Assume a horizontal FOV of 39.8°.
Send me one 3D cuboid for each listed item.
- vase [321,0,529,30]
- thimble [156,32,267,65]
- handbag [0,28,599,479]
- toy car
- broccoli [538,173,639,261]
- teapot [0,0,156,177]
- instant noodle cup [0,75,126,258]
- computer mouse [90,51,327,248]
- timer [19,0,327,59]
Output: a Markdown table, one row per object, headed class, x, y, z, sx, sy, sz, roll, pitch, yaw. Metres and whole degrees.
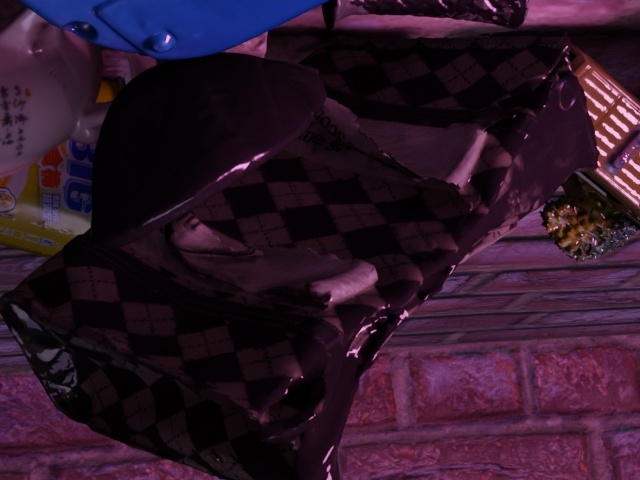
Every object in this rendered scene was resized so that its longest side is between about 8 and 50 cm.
| class | x | y | z | sx | sy | sz | roll | pitch | yaw |
| --- | --- | --- | --- | --- | --- | --- | --- | --- | --- |
| vase | 0.086 | -0.204 | 0.736 | 0.167 | 0.059 | 0.059 | -3 | 164 | -8 |
| thimble | -0.088 | -0.183 | 0.651 | 0.090 | 0.115 | 0.102 | -1 | 145 | -14 |
| handbag | 0.000 | 0.000 | 0.696 | 0.316 | 0.416 | 0.180 | 12 | 136 | 46 |
| toy car | 0.309 | -0.088 | 0.893 | 0.256 | 0.101 | 0.124 | 36 | -167 | -15 |
| broccoli | 0.319 | -0.084 | 1.071 | 0.194 | 0.220 | 0.194 | 23 | 158 | 10 |
| teapot | -0.254 | -0.135 | 0.656 | 0.299 | 0.166 | 0.208 | -1 | -154 | 19 |
| instant noodle cup | -0.284 | -0.076 | 0.853 | 0.153 | 0.205 | 0.205 | 9 | 160 | -20 |
| computer mouse | -0.076 | -0.079 | 0.578 | 0.147 | 0.088 | 0.264 | -27 | -172 | 11 |
| timer | -0.059 | -0.228 | 0.407 | 0.340 | 0.115 | 0.309 | -21 | 148 | 22 |
